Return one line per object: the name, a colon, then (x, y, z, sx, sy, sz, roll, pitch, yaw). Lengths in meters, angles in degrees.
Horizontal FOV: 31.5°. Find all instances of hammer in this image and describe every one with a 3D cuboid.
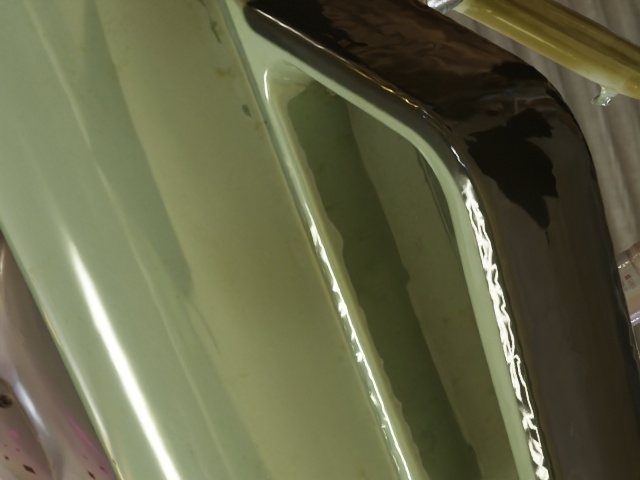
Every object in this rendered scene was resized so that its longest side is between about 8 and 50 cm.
hammer: (0.167, -0.199, 0.977, 0.305, 0.202, 0.113, 28, -76, -4)

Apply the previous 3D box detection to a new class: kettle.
kettle: (0.000, 0.000, 0.533, 0.250, 0.361, 0.377, -24, -86, -30)

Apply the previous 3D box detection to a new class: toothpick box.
toothpick box: (0.395, 0.073, 1.511, 0.149, 0.098, 0.098, -32, -75, 16)

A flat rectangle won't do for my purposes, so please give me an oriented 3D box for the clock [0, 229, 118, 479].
clock: (-0.142, 0.109, 0.813, 0.295, 0.113, 0.322, 0, -128, -58)
